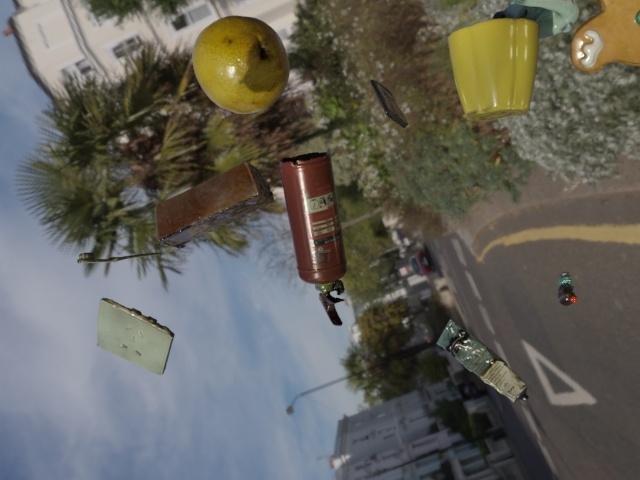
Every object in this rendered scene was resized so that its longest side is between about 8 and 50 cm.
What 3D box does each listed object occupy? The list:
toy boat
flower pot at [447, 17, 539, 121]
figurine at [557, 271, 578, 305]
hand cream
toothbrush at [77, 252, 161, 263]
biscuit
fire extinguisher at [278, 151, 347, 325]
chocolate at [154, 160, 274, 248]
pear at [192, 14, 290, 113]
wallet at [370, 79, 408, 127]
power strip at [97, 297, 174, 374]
[{"bbox_3d":[0.506,-0.518,1.399,0.134,0.208,0.079,128,134,-56],"label":"toy boat"},{"bbox_3d":[0.370,-0.353,1.290,0.195,0.195,0.179,-3,-89,-84],"label":"flower pot"},{"bbox_3d":[0.730,0.143,1.791,0.047,0.060,0.106,22,-126,-20],"label":"figurine"},{"bbox_3d":[0.392,0.295,1.449,0.248,0.075,0.052,40,-175,29],"label":"hand cream"},{"bbox_3d":[-0.545,0.046,1.668,0.294,0.026,0.028,1,-89,-61],"label":"toothbrush"},{"bbox_3d":[0.582,-0.339,0.951,0.047,0.340,0.216,-78,3,-76],"label":"biscuit"},{"bbox_3d":[0.000,0.000,1.194,0.147,0.106,0.337,-142,40,-73],"label":"fire extinguisher"},{"bbox_3d":[-0.291,-0.093,1.594,0.112,0.321,0.112,25,-138,-67],"label":"chocolate"},{"bbox_3d":[-0.163,-0.368,1.276,0.209,0.209,0.209,-23,-90,-85],"label":"pear"},{"bbox_3d":[0.164,-0.328,1.452,0.082,0.018,0.156,29,-150,-36],"label":"wallet"},{"bbox_3d":[-0.451,0.224,1.493,0.064,0.198,0.213,-61,-2,-47],"label":"power strip"}]
